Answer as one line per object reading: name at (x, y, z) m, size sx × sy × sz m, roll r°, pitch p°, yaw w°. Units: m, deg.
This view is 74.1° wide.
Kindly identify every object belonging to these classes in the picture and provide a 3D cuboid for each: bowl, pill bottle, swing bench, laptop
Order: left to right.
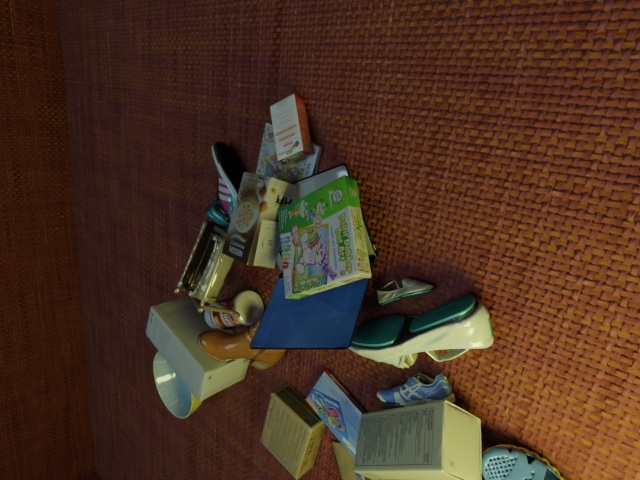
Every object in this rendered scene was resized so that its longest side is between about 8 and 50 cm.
bowl at (-0.548, 0.561, 1.754) m, size 0.289 × 0.156 × 0.290 m, roll 11°, pitch 107°, yaw 39°
swing bench at (-0.344, 0.083, 1.385) m, size 0.254 × 0.165 × 0.254 m, roll 21°, pitch 89°, yaw 44°
pill bottle at (-0.311, 0.251, 1.499) m, size 0.221 × 0.121 × 0.121 m, roll -20°, pitch 87°, yaw 42°
laptop at (-0.068, 0.056, 1.159) m, size 0.381 × 0.236 × 0.409 m, roll -13°, pitch 100°, yaw 41°

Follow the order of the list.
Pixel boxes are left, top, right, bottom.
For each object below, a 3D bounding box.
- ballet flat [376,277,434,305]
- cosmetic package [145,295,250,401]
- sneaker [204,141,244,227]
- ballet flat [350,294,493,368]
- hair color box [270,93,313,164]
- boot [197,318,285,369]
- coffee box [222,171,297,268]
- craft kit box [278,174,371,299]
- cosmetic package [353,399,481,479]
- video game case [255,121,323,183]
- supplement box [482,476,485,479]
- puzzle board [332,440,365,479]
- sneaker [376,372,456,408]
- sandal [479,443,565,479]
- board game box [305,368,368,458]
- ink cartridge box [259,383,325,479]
ballet flat at (0.204, 0.122, 1.065) m, size 0.168 × 0.057 × 0.053 m, roll -25°, pitch 73°, yaw 41°
cosmetic package at (-0.464, 0.388, 1.605) m, size 0.385 × 0.217 × 0.156 m, roll 39°, pitch 122°, yaw 31°
sneaker at (-0.324, -0.164, 1.423) m, size 0.178 × 0.123 × 0.296 m, roll -29°, pitch 81°, yaw 31°
ballet flat at (0.231, 0.247, 1.034) m, size 0.400 × 0.139 × 0.139 m, roll -26°, pitch 83°, yaw 41°
hair color box at (-0.082, -0.310, 1.191) m, size 0.093 × 0.053 × 0.168 m, roll -15°, pitch 77°, yaw 33°
boot at (-0.246, 0.327, 1.390) m, size 0.283 × 0.109 × 0.220 m, roll 28°, pitch 133°, yaw -10°
coffee box at (-0.175, -0.058, 1.208) m, size 0.141 × 0.098 × 0.247 m, roll 17°, pitch 93°, yaw 45°
craft kit box at (0.000, 0.000, 1.057) m, size 0.246 × 0.060 × 0.250 m, roll -22°, pitch 66°, yaw 36°
cosmetic package at (0.227, 0.497, 1.025) m, size 0.129 × 0.153 × 0.296 m, roll 31°, pitch 142°, yaw -20°
video game case at (-0.105, -0.220, 1.276) m, size 0.226 × 0.026 × 0.207 m, roll 32°, pitch 119°, yaw 32°
supplement box at (0.338, 0.604, 1.038) m, size 0.188 × 0.080 × 0.104 m, roll -15°, pitch 90°, yaw 42°
puzzle board at (0.090, 0.693, 1.323) m, size 0.096 × 0.011 × 0.128 m, roll -16°, pitch 90°, yaw 41°
sneaker at (0.240, 0.383, 1.086) m, size 0.211 × 0.080 × 0.081 m, roll -15°, pitch 83°, yaw 33°
sandal at (0.472, 0.551, 0.861) m, size 0.317 × 0.138 × 0.126 m, roll 32°, pitch 103°, yaw 30°
board game box at (0.080, 0.540, 1.280) m, size 0.281 × 0.027 × 0.145 m, roll 43°, pitch 118°, yaw 26°
ink cartridge box at (-0.094, 0.636, 1.419) m, size 0.193 × 0.088 × 0.235 m, roll 32°, pitch 120°, yaw 34°
